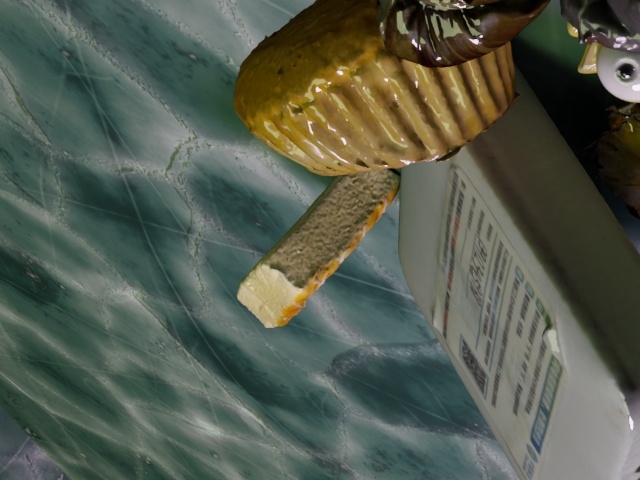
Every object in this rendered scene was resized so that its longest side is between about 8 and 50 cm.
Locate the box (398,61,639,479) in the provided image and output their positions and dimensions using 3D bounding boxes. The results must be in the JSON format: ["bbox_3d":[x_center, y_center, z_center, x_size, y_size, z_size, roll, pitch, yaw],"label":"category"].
[{"bbox_3d":[0.199,0.068,1.463,0.396,0.111,0.396,87,158,-61],"label":"box"}]

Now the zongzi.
[{"bbox_3d":[0.127,-0.194,1.112,0.134,0.286,0.288,-2,146,19],"label":"zongzi"}]

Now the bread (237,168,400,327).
[{"bbox_3d":[0.001,-0.001,1.700,0.068,0.188,0.125,42,154,-1],"label":"bread"}]

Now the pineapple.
[{"bbox_3d":[0.330,-0.057,1.348,0.221,0.047,0.221,28,157,13],"label":"pineapple"}]

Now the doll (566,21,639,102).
[{"bbox_3d":[0.320,-0.114,1.208,0.291,0.086,0.117,34,115,10],"label":"doll"}]

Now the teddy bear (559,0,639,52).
[{"bbox_3d":[0.301,-0.181,1.071,0.251,0.144,0.171,35,127,28],"label":"teddy bear"}]

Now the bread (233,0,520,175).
[{"bbox_3d":[0.046,-0.141,1.283,0.240,0.240,0.139,-5,120,55],"label":"bread"}]
